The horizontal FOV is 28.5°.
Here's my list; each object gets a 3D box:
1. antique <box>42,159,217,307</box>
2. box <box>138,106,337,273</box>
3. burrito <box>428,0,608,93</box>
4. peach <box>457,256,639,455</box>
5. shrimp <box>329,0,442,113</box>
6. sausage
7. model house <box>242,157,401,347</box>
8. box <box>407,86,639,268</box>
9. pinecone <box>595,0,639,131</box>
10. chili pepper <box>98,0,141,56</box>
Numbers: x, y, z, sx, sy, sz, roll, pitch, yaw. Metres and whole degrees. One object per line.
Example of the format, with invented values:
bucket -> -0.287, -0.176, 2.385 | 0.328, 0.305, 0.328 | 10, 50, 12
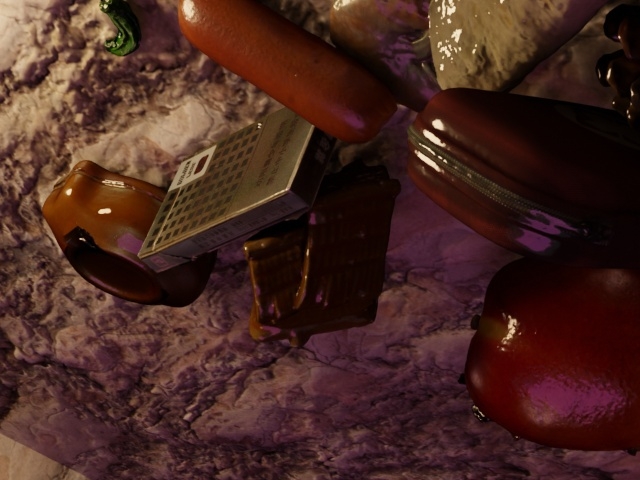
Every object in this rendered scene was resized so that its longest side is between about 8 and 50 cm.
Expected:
antique -> -0.285, 0.002, 1.895 | 0.278, 0.129, 0.223 | 38, 146, -24
box -> -0.102, -0.076, 1.630 | 0.047, 0.180, 0.325 | 38, 143, -26
burrito -> 0.205, -0.250, 1.224 | 0.105, 0.143, 0.299 | -1, 159, -27
peach -> 0.355, 0.132, 1.628 | 0.362, 0.257, 0.201 | 13, 143, 25
shrimp -> 0.154, -0.192, 1.416 | 0.317, 0.077, 0.168 | 26, 148, 0
sausage -> -0.047, -0.208, 1.443 | 0.300, 0.083, 0.089 | 31, 158, 12
model house -> 0.000, 0.001, 1.627 | 0.199, 0.219, 0.229 | -3, 146, -2
box -> 0.274, -0.061, 1.253 | 0.404, 0.108, 0.263 | 1, -154, -41
pinecone -> 0.380, -0.182, 1.168 | 0.246, 0.246, 0.292 | 30, 159, -16
chili pepper -> -0.245, -0.265, 1.562 | 0.055, 0.035, 0.118 | 30, 159, 6
